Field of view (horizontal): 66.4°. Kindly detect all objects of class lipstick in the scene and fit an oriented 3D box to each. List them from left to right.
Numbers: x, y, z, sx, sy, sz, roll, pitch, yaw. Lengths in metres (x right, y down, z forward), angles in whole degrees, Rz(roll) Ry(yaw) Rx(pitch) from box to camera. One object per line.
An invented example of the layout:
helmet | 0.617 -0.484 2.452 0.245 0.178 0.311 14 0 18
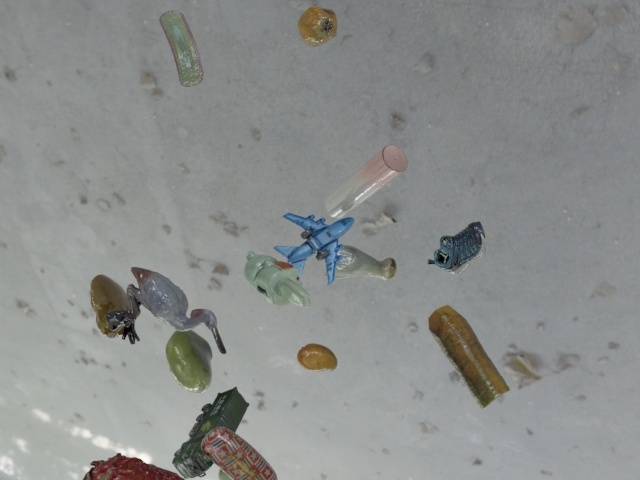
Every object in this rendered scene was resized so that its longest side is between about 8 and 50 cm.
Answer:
lipstick | 0.128 -0.168 1.470 0.087 0.087 0.327 43 145 -8

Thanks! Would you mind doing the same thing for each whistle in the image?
whistle | -0.108 0.096 1.177 0.253 0.105 0.102 25 165 47

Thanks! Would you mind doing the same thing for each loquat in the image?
loquat | -0.006 -0.671 1.534 0.137 0.137 0.113 5 135 24

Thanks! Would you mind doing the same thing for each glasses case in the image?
glasses case | -0.171 0.482 1.061 0.194 0.073 0.049 45 174 -8

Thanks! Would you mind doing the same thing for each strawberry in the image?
strawberry | -0.386 0.560 1.036 0.205 0.205 0.244 -14 159 35

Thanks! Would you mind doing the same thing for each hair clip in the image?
hair clip | -0.265 -0.367 0.939 0.054 0.022 0.137 -9 112 18

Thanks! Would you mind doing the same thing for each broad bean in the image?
broad bean | -0.459 0.424 1.740 0.119 0.291 0.237 -23 90 -3

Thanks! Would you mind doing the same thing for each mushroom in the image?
mushroom | 0.176 0.113 2.135 0.329 0.159 0.122 12 176 -20

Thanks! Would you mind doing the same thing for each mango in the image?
mango | -0.013 0.471 1.969 0.165 0.115 0.089 -1 164 -10

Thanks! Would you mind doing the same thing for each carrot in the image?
carrot | 0.420 0.327 1.406 0.301 0.114 0.114 61 144 33

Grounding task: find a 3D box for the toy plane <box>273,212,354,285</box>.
toy plane | 0.000 0.000 1.490 0.254 0.271 0.105 55 165 2

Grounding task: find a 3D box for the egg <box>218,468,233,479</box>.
egg | -0.214 0.625 1.310 0.114 0.114 0.152 43 149 -9

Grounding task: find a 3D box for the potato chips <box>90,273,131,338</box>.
potato chips | -0.573 0.182 1.375 0.062 0.195 0.208 -19 143 -2

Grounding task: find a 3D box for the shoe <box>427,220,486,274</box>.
shoe | 0.384 0.021 1.368 0.106 0.091 0.207 11 142 -17

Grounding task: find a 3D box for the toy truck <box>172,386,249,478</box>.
toy truck | -0.317 0.557 1.423 0.121 0.259 0.088 -26 107 26

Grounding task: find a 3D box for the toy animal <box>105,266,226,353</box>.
toy animal | -0.368 0.163 1.187 0.325 0.090 0.195 0 96 19
